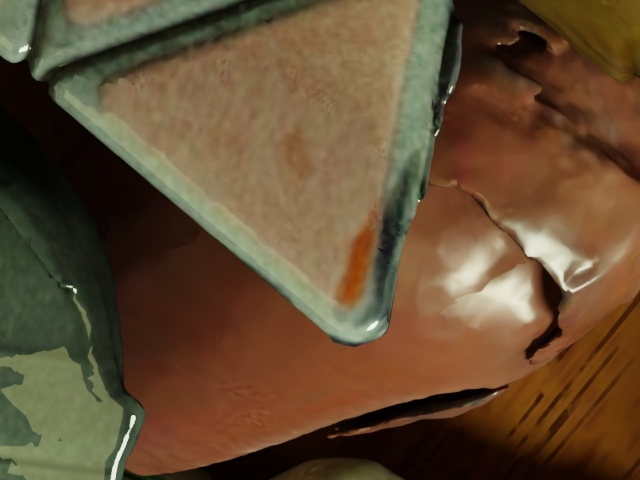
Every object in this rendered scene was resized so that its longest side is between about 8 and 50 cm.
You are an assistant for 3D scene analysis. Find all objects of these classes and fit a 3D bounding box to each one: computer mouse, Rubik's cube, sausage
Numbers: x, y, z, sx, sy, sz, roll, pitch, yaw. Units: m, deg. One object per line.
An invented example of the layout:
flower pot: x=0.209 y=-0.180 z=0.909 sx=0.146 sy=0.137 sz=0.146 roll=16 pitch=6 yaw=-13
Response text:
computer mouse: x=-0.201 y=0.025 z=0.767 sx=0.374 sy=0.114 sz=0.203 roll=16 pitch=107 yaw=53
Rubik's cube: x=-0.044 y=-0.142 z=0.522 sx=0.233 sy=0.229 sz=0.228 roll=11 pitch=135 yaw=37
sausage: x=0.000 y=0.000 z=0.729 sx=0.280 sy=0.152 sz=0.152 roll=-21 pitch=110 yaw=37

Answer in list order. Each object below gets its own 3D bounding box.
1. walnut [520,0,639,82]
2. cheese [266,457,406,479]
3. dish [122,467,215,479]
walnut: x=0.128 y=-0.132 z=0.550 sx=0.298 sy=0.203 sz=0.203 roll=42 pitch=135 yaw=29
cheese: x=0.050 y=0.233 z=0.839 sx=0.318 sy=0.115 sz=0.326 roll=-10 pitch=129 yaw=18
dish: x=-0.103 y=0.137 z=0.908 sx=0.246 sy=0.078 sz=0.224 roll=7 pitch=131 yaw=4
